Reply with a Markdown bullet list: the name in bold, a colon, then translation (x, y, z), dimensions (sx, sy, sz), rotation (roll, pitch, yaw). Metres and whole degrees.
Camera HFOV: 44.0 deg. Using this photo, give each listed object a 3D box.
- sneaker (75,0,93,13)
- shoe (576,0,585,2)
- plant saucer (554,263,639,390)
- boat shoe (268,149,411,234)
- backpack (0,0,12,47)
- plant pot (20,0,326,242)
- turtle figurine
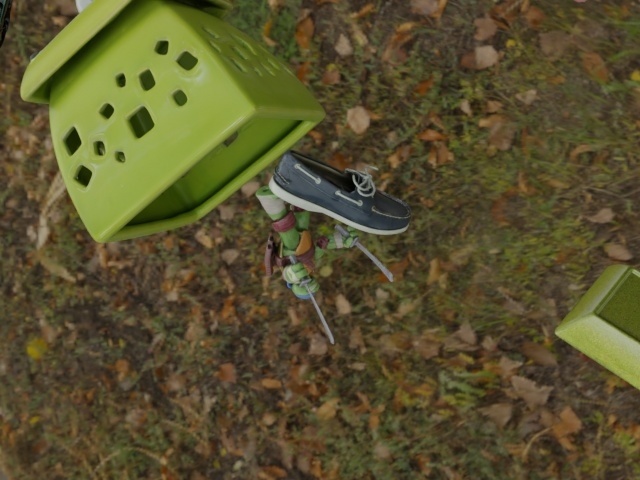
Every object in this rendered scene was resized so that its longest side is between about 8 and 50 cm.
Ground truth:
- **sneaker**: translation (-0.212, -0.418, 1.056), dimensions (0.447, 0.257, 0.169), rotation (-24, 94, 25)
- **shoe**: translation (0.361, -0.409, 1.052), dimensions (0.178, 0.081, 0.063), rotation (-65, 29, 22)
- **plant saucer**: translation (0.451, 0.116, 1.091), dimensions (0.188, 0.188, 0.045), rotation (35, 139, 22)
- **boat shoe**: translation (0.044, -0.082, 1.285), dimensions (0.095, 0.254, 0.079), rotation (-98, 32, -56)
- **backpack**: translation (-0.497, -0.324, 1.070), dimensions (0.166, 0.144, 0.188), rotation (-1, 66, 50)
- **plant pot**: translation (-0.164, -0.151, 0.855), dimensions (0.227, 0.228, 0.207), rotation (-36, 86, 18)
- **turtle figurine**: translation (0.000, 0.000, 1.490), dimensions (0.274, 0.198, 0.266), rotation (29, 142, 56)
